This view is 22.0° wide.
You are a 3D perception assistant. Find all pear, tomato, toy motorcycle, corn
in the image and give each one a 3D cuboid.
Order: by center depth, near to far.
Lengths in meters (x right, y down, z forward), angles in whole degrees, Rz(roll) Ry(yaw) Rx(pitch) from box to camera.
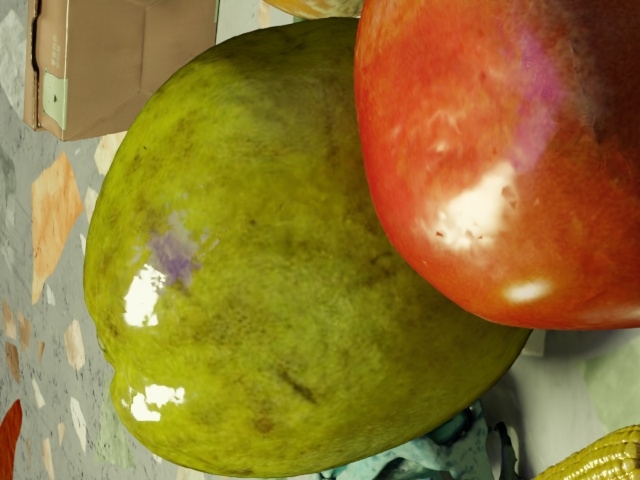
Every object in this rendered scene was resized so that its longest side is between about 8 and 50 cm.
[{"bbox_3d":[0.182,-0.097,1.072,0.290,0.293,0.325,-35,72,62],"label":"tomato"},{"bbox_3d":[0.210,0.208,1.305,0.238,0.080,0.080,-47,55,51],"label":"corn"},{"bbox_3d":[0.000,0.000,1.323,0.352,0.413,0.352,58,177,5],"label":"pear"},{"bbox_3d":[0.077,0.227,1.502,0.206,0.154,0.260,38,140,23],"label":"toy motorcycle"}]

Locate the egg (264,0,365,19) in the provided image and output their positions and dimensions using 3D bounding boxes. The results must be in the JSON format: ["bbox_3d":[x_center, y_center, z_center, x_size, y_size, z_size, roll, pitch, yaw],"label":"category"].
[{"bbox_3d":[-0.013,-0.309,1.487,0.195,0.195,0.233,-1,112,62],"label":"egg"}]

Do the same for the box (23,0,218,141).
[{"bbox_3d":[-0.224,-0.230,1.868,0.086,0.215,0.215,34,126,45],"label":"box"}]
